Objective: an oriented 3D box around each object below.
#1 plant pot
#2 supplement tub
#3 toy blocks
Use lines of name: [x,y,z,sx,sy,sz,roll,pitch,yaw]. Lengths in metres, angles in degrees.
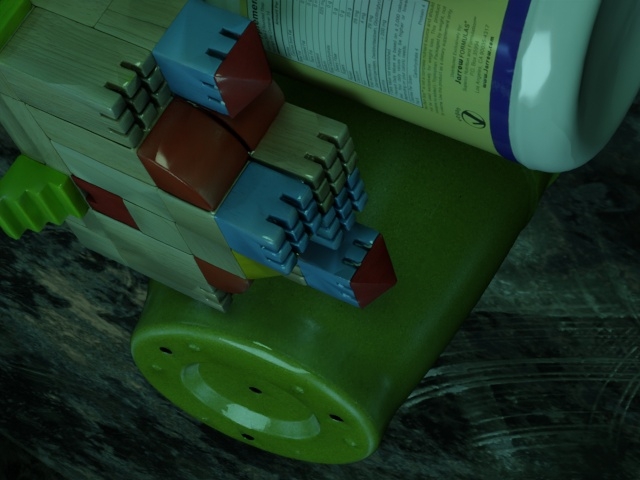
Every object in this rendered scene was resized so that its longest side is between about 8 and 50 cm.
plant pot: [0.000,0.000,1.400,0.367,0.353,0.366,20,154,10]
supplement tub: [0.066,-0.207,1.061,0.331,0.241,0.241,23,155,22]
toy blocks: [-0.088,-0.056,1.082,0.261,0.190,0.381,23,159,24]
